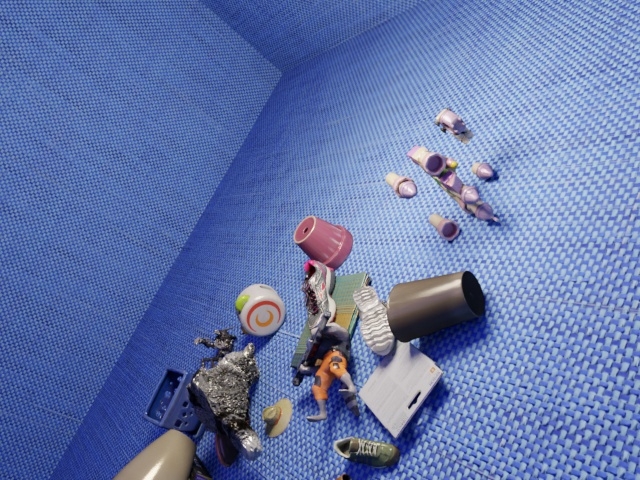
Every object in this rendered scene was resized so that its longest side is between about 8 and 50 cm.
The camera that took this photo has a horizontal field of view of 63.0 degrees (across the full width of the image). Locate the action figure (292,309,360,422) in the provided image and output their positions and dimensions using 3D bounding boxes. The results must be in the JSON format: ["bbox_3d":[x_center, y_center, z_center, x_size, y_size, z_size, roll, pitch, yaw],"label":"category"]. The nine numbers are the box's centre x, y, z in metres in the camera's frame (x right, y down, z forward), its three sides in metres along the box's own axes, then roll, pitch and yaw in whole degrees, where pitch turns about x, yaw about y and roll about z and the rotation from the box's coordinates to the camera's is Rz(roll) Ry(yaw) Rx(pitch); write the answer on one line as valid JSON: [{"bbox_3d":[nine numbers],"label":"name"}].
[{"bbox_3d":[0.026,0.408,1.653,0.330,0.178,0.341,-88,17,-48],"label":"action figure"}]

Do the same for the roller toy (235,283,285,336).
[{"bbox_3d":[-0.249,0.286,2.154,0.191,0.209,0.146,-19,25,-15],"label":"roller toy"}]

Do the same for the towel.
[{"bbox_3d":[0.036,0.292,1.878,0.271,0.040,0.370,-11,52,52],"label":"towel"}]

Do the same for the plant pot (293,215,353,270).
[{"bbox_3d":[0.000,0.000,2.089,0.201,0.180,0.201,-37,32,29],"label":"plant pot"}]

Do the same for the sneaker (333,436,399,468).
[{"bbox_3d":[0.115,0.570,1.413,0.192,0.086,0.064,-21,43,46],"label":"sneaker"}]

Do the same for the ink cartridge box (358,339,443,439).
[{"bbox_3d":[0.229,0.407,1.455,0.223,0.045,0.224,-54,28,1],"label":"ink cartridge box"}]

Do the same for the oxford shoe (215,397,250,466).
[{"bbox_3d":[-0.317,0.692,1.928,0.098,0.097,0.271,-31,36,26],"label":"oxford shoe"}]

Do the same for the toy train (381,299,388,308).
[{"bbox_3d":[0.233,0.227,1.660,0.036,0.027,0.158,-52,29,1],"label":"toy train"}]

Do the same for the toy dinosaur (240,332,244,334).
[{"bbox_3d":[-0.297,0.372,2.263,0.090,0.047,0.082,-41,-15,-42],"label":"toy dinosaur"}]

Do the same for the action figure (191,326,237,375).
[{"bbox_3d":[-0.472,0.483,2.322,0.164,0.141,0.276,-11,45,31],"label":"action figure"}]

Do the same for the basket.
[{"bbox_3d":[0.324,0.175,1.454,0.226,0.154,0.204,-23,21,38],"label":"basket"}]

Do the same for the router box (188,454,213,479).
[{"bbox_3d":[-0.559,0.952,2.026,0.308,0.081,0.243,11,68,59],"label":"router box"}]

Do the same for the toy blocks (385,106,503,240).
[{"bbox_3d":[0.408,-0.181,1.561,0.309,0.288,0.260,-49,23,7],"label":"toy blocks"}]

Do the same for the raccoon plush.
[{"bbox_3d":[-0.267,0.578,1.888,0.446,0.299,0.216,40,136,31],"label":"raccoon plush"}]

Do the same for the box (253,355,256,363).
[{"bbox_3d":[-0.341,0.560,2.175,0.201,0.021,0.164,-49,29,12],"label":"box"}]

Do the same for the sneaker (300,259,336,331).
[{"bbox_3d":[-0.020,0.206,1.893,0.121,0.112,0.299,-36,36,31],"label":"sneaker"}]

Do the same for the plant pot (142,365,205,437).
[{"bbox_3d":[-0.573,0.685,2.193,0.236,0.212,0.236,-8,53,53],"label":"plant pot"}]

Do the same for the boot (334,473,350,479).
[{"bbox_3d":[-0.010,0.803,1.393,0.280,0.096,0.264,-35,26,20],"label":"boot"}]

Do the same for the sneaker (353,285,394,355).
[{"bbox_3d":[0.180,0.261,1.627,0.105,0.115,0.281,-20,32,7],"label":"sneaker"}]

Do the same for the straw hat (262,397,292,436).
[{"bbox_3d":[-0.169,0.610,1.823,0.144,0.061,0.145,-38,33,29],"label":"straw hat"}]

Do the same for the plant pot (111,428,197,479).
[{"bbox_3d":[-0.577,0.833,1.878,0.256,0.256,0.274,-23,25,44],"label":"plant pot"}]
